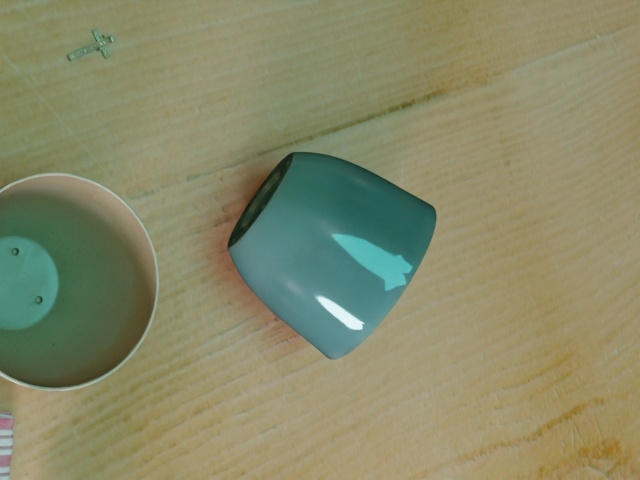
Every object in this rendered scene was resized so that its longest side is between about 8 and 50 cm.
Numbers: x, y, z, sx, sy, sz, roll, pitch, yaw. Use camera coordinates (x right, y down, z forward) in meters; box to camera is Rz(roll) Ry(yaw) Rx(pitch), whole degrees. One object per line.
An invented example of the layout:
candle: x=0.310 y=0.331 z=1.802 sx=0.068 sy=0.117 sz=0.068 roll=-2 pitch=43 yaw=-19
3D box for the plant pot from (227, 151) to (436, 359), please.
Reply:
plant pot: x=0.000 y=0.000 z=1.794 sx=0.235 sy=0.293 sz=0.293 roll=35 pitch=69 yaw=-12

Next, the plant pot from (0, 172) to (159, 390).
plant pot: x=-0.390 y=0.056 z=1.574 sx=0.284 sy=0.191 sz=0.284 roll=2 pitch=87 yaw=-34

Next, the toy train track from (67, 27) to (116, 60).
toy train track: x=-0.342 y=-0.291 z=1.731 sx=0.083 sy=0.014 sz=0.048 roll=-32 pitch=105 yaw=-30

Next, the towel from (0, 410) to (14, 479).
towel: x=-0.497 y=0.331 z=1.580 sx=0.144 sy=0.029 sz=0.197 roll=10 pitch=82 yaw=-42
